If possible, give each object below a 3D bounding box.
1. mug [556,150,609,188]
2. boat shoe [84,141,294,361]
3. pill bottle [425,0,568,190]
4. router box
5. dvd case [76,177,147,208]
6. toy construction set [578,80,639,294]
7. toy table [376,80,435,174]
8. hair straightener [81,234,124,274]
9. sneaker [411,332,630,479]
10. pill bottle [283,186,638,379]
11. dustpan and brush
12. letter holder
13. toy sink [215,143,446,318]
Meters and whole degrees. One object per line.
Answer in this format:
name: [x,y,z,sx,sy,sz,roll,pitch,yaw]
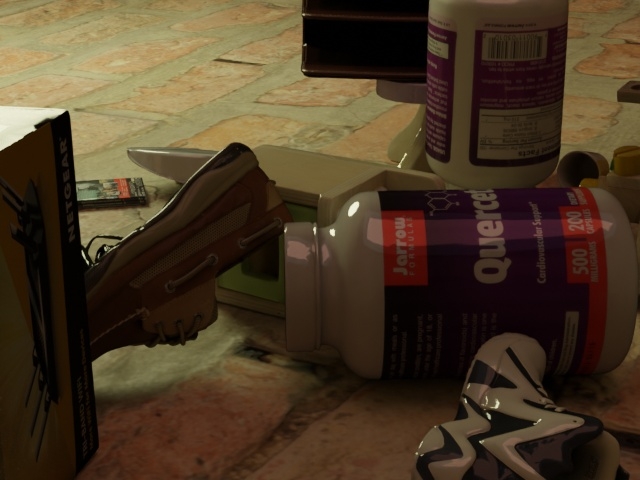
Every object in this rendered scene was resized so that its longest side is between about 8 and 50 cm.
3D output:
mug: [0.365,-0.087,1.803,0.062,0.078,0.064,-26,-6,34]
boat shoe: [-0.148,0.042,1.279,0.324,0.120,0.122,-45,4,-22]
pill bottle: [0.215,-0.164,1.639,0.169,0.301,0.169,0,21,0]
router box: [-0.259,0.077,0.997,0.081,0.309,0.243,4,22,14]
dvd case: [-0.297,-0.064,1.792,0.119,0.013,0.087,-4,21,-12]
toy construction set: [0.397,-0.066,1.469,0.257,0.237,0.309,-11,24,-27]
toy table: [0.190,-0.165,1.847,0.274,0.161,0.252,-13,23,-31]
hair straightener: [-0.245,0.040,1.488,0.089,0.047,0.230,-4,17,-11]
sneaker: [0.183,0.160,1.077,0.153,0.094,0.235,11,23,24]
pill bottle: [0.127,0.041,1.268,0.323,0.181,0.181,-1,21,-2]
dustpan and brush: [-0.149,-0.089,1.813,0.211,0.060,0.147,11,10,43]
letter holder: [0.125,-0.307,1.790,0.302,0.152,0.214,1,21,0]
toy sink: [0.000,0.000,1.424,0.234,0.153,0.131,13,24,29]
